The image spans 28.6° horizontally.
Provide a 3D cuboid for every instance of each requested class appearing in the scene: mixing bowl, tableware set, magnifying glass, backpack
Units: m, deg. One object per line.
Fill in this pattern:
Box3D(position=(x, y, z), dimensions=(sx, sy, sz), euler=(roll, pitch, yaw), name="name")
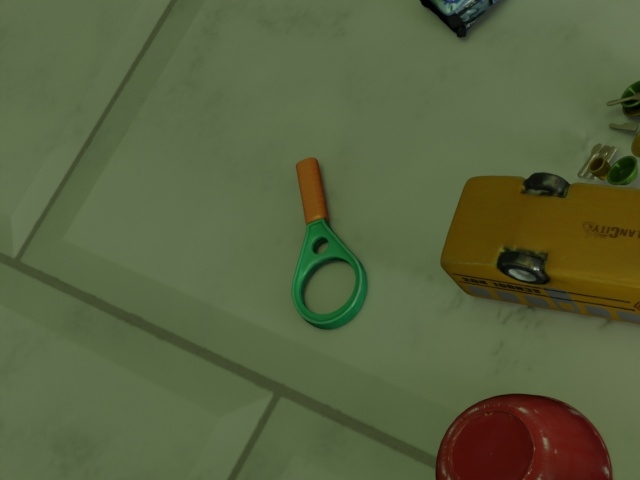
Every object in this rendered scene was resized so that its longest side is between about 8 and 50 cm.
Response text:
Box3D(position=(0.182, 0.222, 1.222), dimensions=(0.181, 0.098, 0.181), euler=(-14, 59, 24), name="mixing bowl")
Box3D(position=(0.338, -0.125, 1.345), dimensions=(0.154, 0.024, 0.104), euler=(-54, 28, -7), name="tableware set")
Box3D(position=(0.000, 0.000, 1.496), dimensions=(0.092, 0.026, 0.231), euler=(-22, 55, 18), name="magnifying glass")
Box3D(position=(0.177, -0.328, 1.537), dimensions=(0.114, 0.084, 0.105), euler=(-40, 54, 2), name="backpack")

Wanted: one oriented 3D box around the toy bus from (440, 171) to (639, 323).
Box3D(position=(0.288, 0.014, 1.254), dimensions=(0.333, 0.130, 0.108), euler=(9, 68, 33), name="toy bus")
